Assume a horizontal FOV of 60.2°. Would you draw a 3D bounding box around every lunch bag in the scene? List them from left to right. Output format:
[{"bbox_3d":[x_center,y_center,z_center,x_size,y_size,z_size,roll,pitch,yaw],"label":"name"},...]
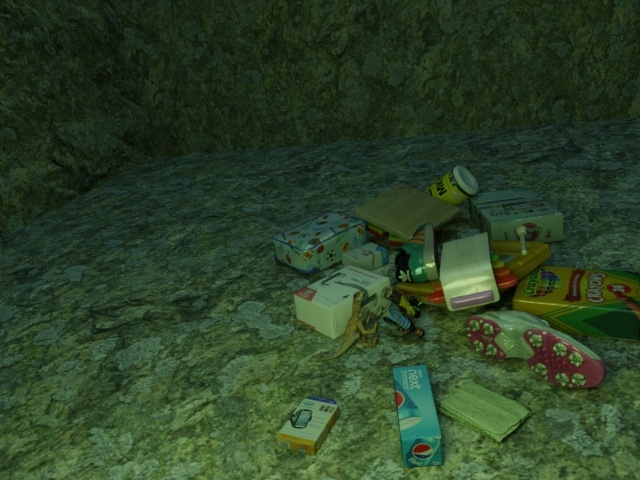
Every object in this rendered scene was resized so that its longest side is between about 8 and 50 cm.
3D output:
[{"bbox_3d":[0.000,0.000,1.860,0.303,0.114,0.243,-23,24,-30],"label":"lunch bag"}]

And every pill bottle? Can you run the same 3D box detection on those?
[{"bbox_3d":[0.447,-0.163,1.976,0.208,0.119,0.119,-40,0,37],"label":"pill bottle"}]

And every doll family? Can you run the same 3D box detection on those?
[{"bbox_3d":[0.204,0.181,1.372,0.076,0.111,0.193,-48,8,33],"label":"doll family"}]

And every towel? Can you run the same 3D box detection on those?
[{"bbox_3d":[0.312,0.323,1.059,0.110,0.027,0.148,-24,26,-35],"label":"towel"}]

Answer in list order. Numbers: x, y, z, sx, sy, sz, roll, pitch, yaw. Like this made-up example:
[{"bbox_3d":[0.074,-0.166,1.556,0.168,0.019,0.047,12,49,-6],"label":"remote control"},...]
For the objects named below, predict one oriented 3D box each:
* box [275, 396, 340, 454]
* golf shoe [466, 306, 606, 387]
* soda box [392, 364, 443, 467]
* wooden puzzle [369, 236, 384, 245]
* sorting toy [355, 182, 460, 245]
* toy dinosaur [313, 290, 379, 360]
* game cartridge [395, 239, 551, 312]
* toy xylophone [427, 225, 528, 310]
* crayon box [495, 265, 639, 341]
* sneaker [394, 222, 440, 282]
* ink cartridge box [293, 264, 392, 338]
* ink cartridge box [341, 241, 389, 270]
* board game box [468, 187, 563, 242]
[{"bbox_3d":[-0.019,0.360,1.089,0.081,0.028,0.136,3,22,27],"label":"box"},{"bbox_3d":[0.466,0.210,1.176,0.140,0.115,0.306,-20,25,-34],"label":"golf shoe"},{"bbox_3d":[0.181,0.326,1.046,0.071,0.067,0.210,-6,21,5],"label":"soda box"},{"bbox_3d":[0.197,0.003,1.918,0.049,0.006,0.083,-7,22,4],"label":"wooden puzzle"},{"bbox_3d":[0.295,-0.071,1.890,0.257,0.089,0.255,-30,45,-35],"label":"sorting toy"},{"bbox_3d":[0.081,0.225,1.337,0.112,0.064,0.211,11,58,25],"label":"toy dinosaur"},{"bbox_3d":[0.405,0.080,1.473,0.324,0.052,0.285,-30,16,-27],"label":"game cartridge"},{"bbox_3d":[0.385,0.055,1.325,0.236,0.081,0.323,-14,15,27],"label":"toy xylophone"},{"bbox_3d":[0.591,0.141,1.336,0.319,0.081,0.202,3,25,27],"label":"crayon box"},{"bbox_3d":[0.265,0.031,1.542,0.121,0.108,0.302,-12,16,15],"label":"sneaker"},{"bbox_3d":[0.061,0.157,1.474,0.218,0.092,0.159,-23,26,-36],"label":"ink cartridge box"},{"bbox_3d":[0.140,0.057,1.744,0.123,0.052,0.088,-22,26,-27],"label":"ink cartridge box"},{"bbox_3d":[0.642,-0.081,1.848,0.224,0.097,0.303,-8,20,4],"label":"board game box"}]
